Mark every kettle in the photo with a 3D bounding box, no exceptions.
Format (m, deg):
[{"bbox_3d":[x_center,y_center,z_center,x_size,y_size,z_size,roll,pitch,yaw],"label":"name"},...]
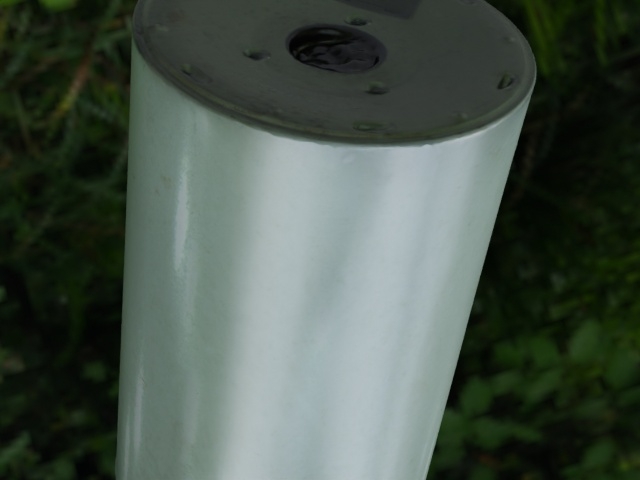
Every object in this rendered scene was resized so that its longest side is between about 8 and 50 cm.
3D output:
[{"bbox_3d":[0.000,0.000,1.338,0.250,0.361,0.377,15,123,9],"label":"kettle"}]
